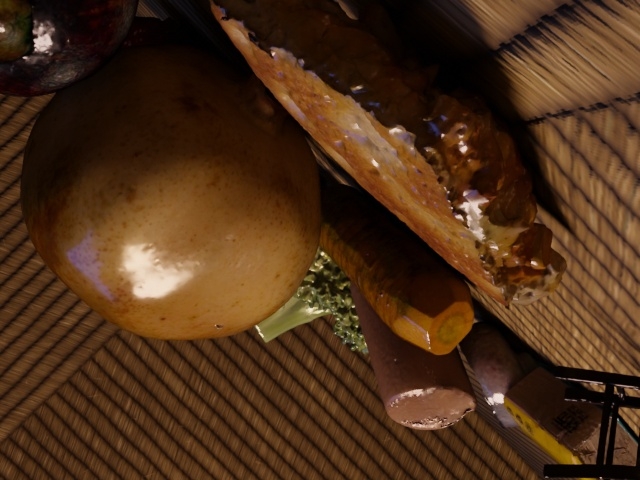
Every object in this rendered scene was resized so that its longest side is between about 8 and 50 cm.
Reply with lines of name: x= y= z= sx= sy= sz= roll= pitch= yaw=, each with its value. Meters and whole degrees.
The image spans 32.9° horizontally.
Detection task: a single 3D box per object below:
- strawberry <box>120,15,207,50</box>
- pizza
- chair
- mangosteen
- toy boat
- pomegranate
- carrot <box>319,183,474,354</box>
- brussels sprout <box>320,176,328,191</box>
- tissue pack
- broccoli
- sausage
strawberry: x=-0.274 y=-0.208 z=1.687 sx=0.257 sy=0.277 sz=0.257 roll=46 pitch=173 yaw=7
pizza: x=0.063 y=-0.072 z=0.710 sx=0.335 sy=0.086 sz=0.226 roll=45 pitch=172 yaw=-14
chair: x=0.302 y=0.173 z=0.907 sx=0.212 sy=0.101 sz=0.084 roll=4 pitch=159 yaw=21
mangosteen: x=-0.370 y=-0.314 z=1.241 sx=0.330 sy=0.330 sz=0.330 roll=46 pitch=177 yaw=3
toy boat: x=0.257 y=0.178 z=1.499 sx=0.155 sy=0.085 sz=0.227 roll=64 pitch=-174 yaw=6
pomegranate: x=-0.179 y=-0.067 z=1.413 sx=0.416 sy=0.416 sz=0.416 roll=46 pitch=177 yaw=3
carrot: x=0.091 y=0.036 z=1.447 sx=0.114 sy=0.114 sz=0.302 roll=49 pitch=178 yaw=-43
brussels sprout: x=-0.005 y=-0.086 z=1.834 sx=0.051 sy=0.046 sz=0.083 roll=48 pitch=169 yaw=30
tissue pack: x=0.316 y=0.238 z=1.333 sx=0.120 sy=0.082 sz=0.169 roll=47 pitch=176 yaw=-27
broccoli: x=0.002 y=0.044 z=1.714 sx=0.288 sy=0.260 sz=0.235 roll=-132 pitch=35 yaw=-52
sausage: x=0.125 y=0.142 z=1.499 sx=0.123 sy=0.123 sz=0.253 roll=49 pitch=-162 yaw=-43
